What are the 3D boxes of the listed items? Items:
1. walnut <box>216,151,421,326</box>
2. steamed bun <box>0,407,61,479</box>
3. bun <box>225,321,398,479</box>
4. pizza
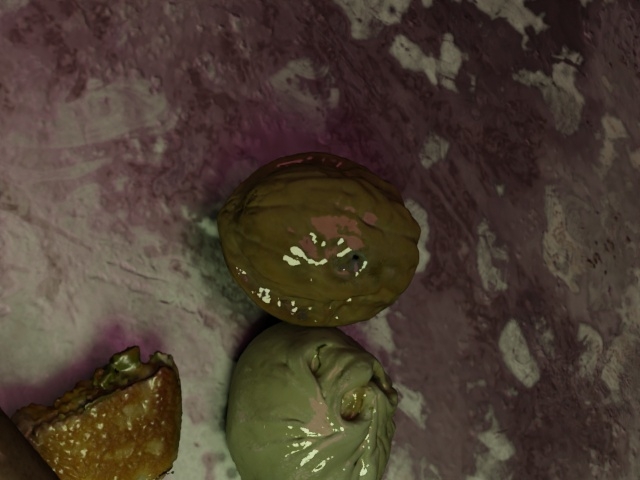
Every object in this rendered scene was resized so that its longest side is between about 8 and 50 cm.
[{"bbox_3d":[0.000,0.000,1.160,0.245,0.198,0.198,13,74,-20],"label":"walnut"},{"bbox_3d":[-0.366,0.262,0.880,0.301,0.199,0.251,-43,90,-9],"label":"steamed bun"},{"bbox_3d":[0.005,0.198,1.161,0.231,0.133,0.231,8,74,-31],"label":"bun"},{"bbox_3d":[-0.237,0.202,1.051,0.226,0.069,0.147,-28,117,-29],"label":"pizza"}]
